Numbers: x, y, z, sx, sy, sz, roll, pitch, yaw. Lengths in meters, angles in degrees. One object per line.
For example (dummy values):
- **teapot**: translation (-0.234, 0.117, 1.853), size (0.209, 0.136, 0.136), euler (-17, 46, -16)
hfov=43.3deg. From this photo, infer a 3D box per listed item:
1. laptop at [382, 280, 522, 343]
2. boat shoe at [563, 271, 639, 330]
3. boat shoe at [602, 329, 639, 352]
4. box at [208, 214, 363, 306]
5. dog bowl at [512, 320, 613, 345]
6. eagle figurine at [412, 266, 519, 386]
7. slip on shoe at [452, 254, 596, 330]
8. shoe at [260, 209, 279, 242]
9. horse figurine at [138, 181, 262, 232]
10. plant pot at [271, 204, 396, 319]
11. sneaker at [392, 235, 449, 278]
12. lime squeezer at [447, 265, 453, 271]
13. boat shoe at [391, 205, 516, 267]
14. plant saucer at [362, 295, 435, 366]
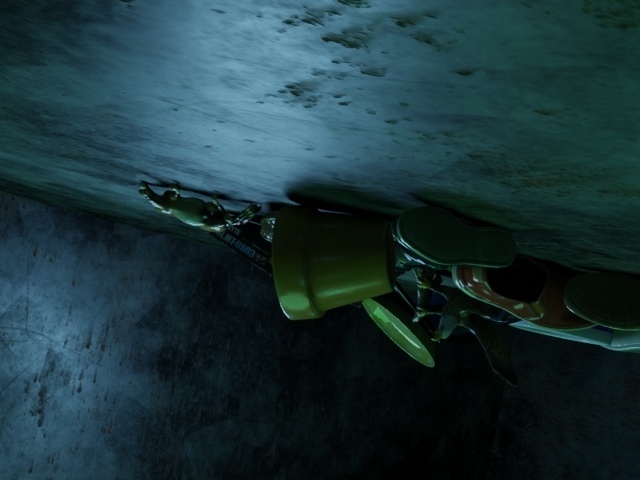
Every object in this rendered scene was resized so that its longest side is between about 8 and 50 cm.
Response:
- **laptop**: translation (0.255, 0.104, 2.086), size (0.408, 0.236, 0.382), euler (50, 166, -21)
- **boat shoe**: translation (0.583, 0.119, 1.438), size (0.285, 0.103, 0.092), euler (3, 166, 28)
- **boat shoe**: translation (0.846, 0.249, 2.126), size (0.091, 0.109, 0.305), euler (20, 168, -24)
- **box**: translation (-0.072, 0.045, 1.928), size (0.293, 0.073, 0.295), euler (30, -173, 41)
- **dog bowl**: translation (0.635, 0.199, 2.121), size (0.264, 0.104, 0.265), euler (12, 174, 1)
- **eagle figurine**: translation (0.329, 0.159, 1.741), size (0.298, 0.225, 0.226), euler (17, 166, 38)
- **slip on shoe**: translation (0.412, 0.094, 1.524), size (0.331, 0.123, 0.101), euler (18, 168, -17)
- **shoe**: translation (-0.080, -0.038, 1.638), size (0.076, 0.058, 0.219), euler (33, 168, -7)
- **horse figurine**: translation (-0.256, -0.067, 1.642), size (0.263, 0.066, 0.174), euler (15, 169, -4)
- **plant pot**: translation (0.032, 0.032, 1.431), size (0.187, 0.205, 0.205), euler (-5, 170, 13)
- **sneaker**: translation (0.133, 0.042, 1.556), size (0.111, 0.121, 0.299), euler (16, 174, -36)
- **lime squeezer**: translation (0.371, 0.091, 1.989), size (0.110, 0.059, 0.310), euler (45, -172, 22)
- **boat shoe**: translation (0.191, 0.001, 1.211), size (0.227, 0.081, 0.068), euler (13, 171, -32)
- **plant saucer**: translation (0.199, 0.212, 1.978), size (0.241, 0.037, 0.241), euler (43, 168, 11)
